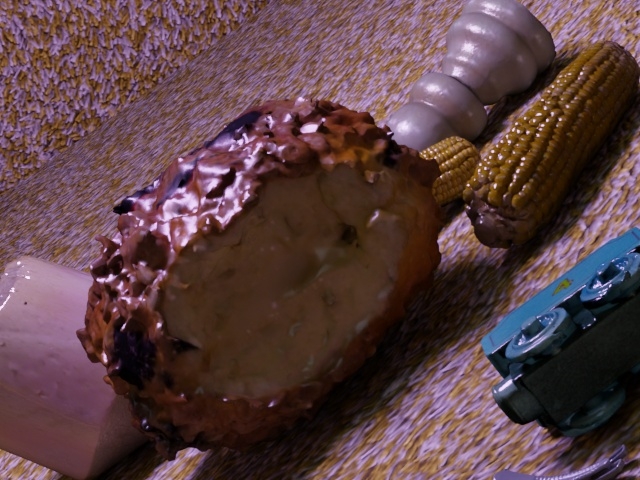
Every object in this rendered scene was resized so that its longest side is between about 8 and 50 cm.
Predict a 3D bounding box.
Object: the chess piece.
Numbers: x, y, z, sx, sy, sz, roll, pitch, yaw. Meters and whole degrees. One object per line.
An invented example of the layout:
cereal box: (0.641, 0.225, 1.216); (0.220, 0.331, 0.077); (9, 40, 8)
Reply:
chess piece: (0.168, -0.174, 2.402); (0.243, 0.133, 0.133); (-52, 20, -19)

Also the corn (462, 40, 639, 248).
corn: (0.247, -0.104, 2.083); (0.097, 0.097, 0.320); (-18, 24, 49)

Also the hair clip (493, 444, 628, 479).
hair clip: (0.186, 0.184, 1.544); (0.115, 0.039, 0.030); (-26, 26, 29)

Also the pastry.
pastry: (-0.073, 0.028, 2.051); (0.405, 0.292, 0.337); (-48, 13, -6)

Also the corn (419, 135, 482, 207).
corn: (0.093, -0.053, 2.240); (0.203, 0.072, 0.072); (-26, 14, -15)

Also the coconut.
coconut: (-0.279, 0.150, 2.264); (0.239, 0.244, 0.239); (-157, 90, -83)

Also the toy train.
toy train: (0.227, 0.075, 1.635); (0.198, 0.107, 0.154); (-37, 9, 5)
